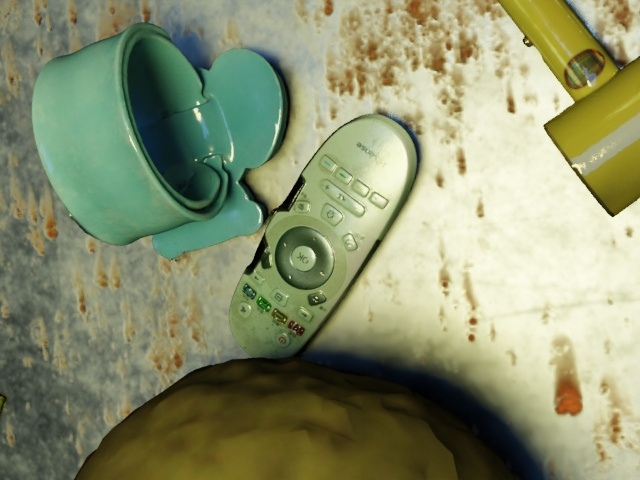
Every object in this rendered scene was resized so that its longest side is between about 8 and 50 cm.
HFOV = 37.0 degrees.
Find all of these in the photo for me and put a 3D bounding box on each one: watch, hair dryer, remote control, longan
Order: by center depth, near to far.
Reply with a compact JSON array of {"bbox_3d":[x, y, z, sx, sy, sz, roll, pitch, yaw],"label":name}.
[{"bbox_3d":[-0.017,0.276,0.713,0.391,0.391,0.391,2,95,18],"label":"longan"},{"bbox_3d":[0.199,-0.168,0.751,0.135,0.090,0.279,-39,76,18],"label":"hair dryer"},{"bbox_3d":[-0.143,-0.078,0.811,0.211,0.193,0.211,2,94,20],"label":"watch"},{"bbox_3d":[-0.001,0.001,0.850,0.097,0.045,0.256,40,109,13],"label":"remote control"}]

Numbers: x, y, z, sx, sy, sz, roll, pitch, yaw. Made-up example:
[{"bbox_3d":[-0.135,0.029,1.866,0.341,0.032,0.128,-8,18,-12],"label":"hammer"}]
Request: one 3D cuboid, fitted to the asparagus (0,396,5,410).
[{"bbox_3d":[-0.357,0.211,1.004,0.015,0.014,0.114,41,108,46],"label":"asparagus"}]
